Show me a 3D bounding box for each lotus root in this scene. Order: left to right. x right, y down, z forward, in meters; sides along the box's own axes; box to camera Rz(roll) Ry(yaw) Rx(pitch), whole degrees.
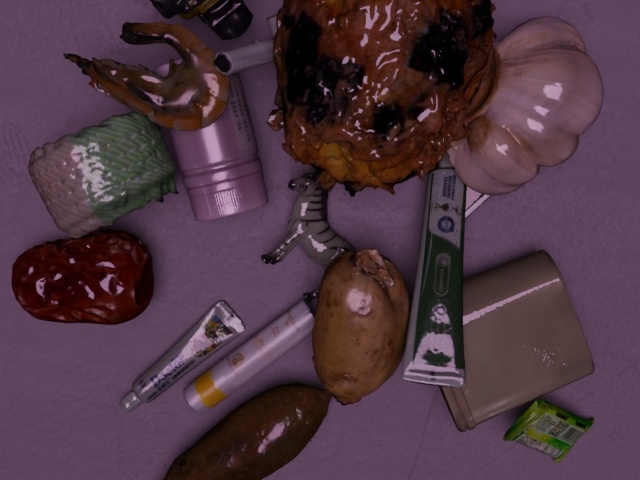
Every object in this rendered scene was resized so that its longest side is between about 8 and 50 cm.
[{"bbox_3d":[0.061,0.147,1.408,0.160,0.146,0.284,-10,125,-31],"label":"lotus root"}]

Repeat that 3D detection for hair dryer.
[{"bbox_3d":[-0.074,-0.276,1.330,0.073,0.236,0.131,-11,102,35],"label":"hair dryer"}]

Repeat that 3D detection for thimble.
[{"bbox_3d":[-0.337,-0.102,1.363,0.219,0.219,0.150,-23,100,4],"label":"thimble"}]

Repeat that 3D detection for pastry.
[{"bbox_3d":[0.086,-0.275,1.237,0.293,0.337,0.405,18,77,35],"label":"pastry"}]

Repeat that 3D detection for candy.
[{"bbox_3d":[0.387,0.320,1.482,0.178,0.032,0.102,27,111,-39],"label":"candy"}]

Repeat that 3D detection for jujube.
[{"bbox_3d":[-0.384,0.064,1.426,0.230,0.155,0.155,-7,100,8],"label":"jujube"}]

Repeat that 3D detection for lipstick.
[{"bbox_3d":[-0.114,0.197,1.489,0.264,0.059,0.059,-37,97,6],"label":"lipstick"}]

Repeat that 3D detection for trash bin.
[{"bbox_3d":[0.296,0.162,1.454,0.248,0.121,0.243,-24,99,1],"label":"trash bin"}]

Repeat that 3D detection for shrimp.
[{"bbox_3d":[-0.251,-0.257,1.289,0.254,0.059,0.145,30,103,3],"label":"shrimp"}]

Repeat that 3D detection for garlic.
[{"bbox_3d":[0.337,-0.198,1.351,0.203,0.185,0.280,20,84,-40],"label":"garlic"}]

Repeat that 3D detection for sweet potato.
[{"bbox_3d":[-0.157,0.374,1.490,0.423,0.130,0.130,-39,97,9],"label":"sweet potato"}]

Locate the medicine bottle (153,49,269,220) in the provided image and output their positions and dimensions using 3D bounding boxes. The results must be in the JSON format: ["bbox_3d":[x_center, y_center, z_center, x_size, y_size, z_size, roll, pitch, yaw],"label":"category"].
[{"bbox_3d":[-0.170,-0.165,1.390,0.133,0.133,0.249,-13,98,3],"label":"medicine bottle"}]

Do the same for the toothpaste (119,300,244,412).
[{"bbox_3d":[-0.243,0.206,1.505,0.255,0.037,0.067,-40,97,3],"label":"toothpaste"}]

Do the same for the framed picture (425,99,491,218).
[{"bbox_3d":[0.229,-0.146,1.452,0.142,0.011,0.183,-43,96,7],"label":"framed picture"}]

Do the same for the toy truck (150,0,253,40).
[{"bbox_3d":[-0.195,-0.412,1.330,0.147,0.165,0.224,-38,61,6],"label":"toy truck"}]

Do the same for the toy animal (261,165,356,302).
[{"bbox_3d":[-0.001,-0.002,1.449,0.176,0.073,0.217,-45,103,5],"label":"toy animal"}]

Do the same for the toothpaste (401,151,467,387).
[{"bbox_3d":[0.192,0.033,1.388,0.099,0.061,0.391,6,76,3],"label":"toothpaste"}]
